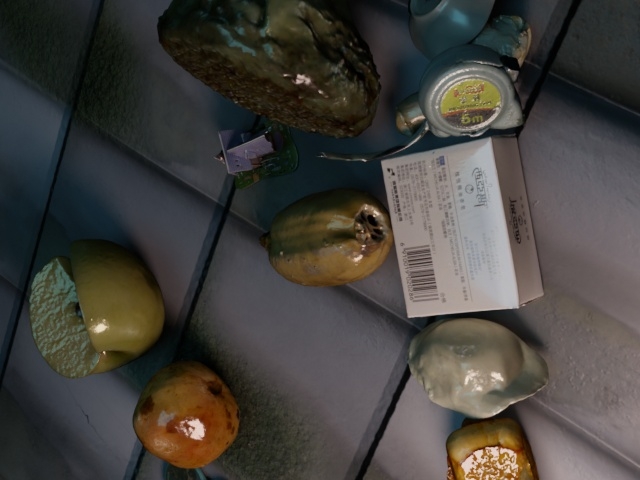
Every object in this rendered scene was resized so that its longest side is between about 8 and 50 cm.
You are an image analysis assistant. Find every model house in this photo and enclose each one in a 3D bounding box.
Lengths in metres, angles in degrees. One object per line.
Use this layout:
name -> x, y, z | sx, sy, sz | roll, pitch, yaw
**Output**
model house -> -0.139, -0.169, 1.695 | 0.167, 0.088, 0.117 | -14, 87, 34

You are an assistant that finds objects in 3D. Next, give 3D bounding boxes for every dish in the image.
dish -> 0.196, -0.385, 1.403 | 0.191, 0.066, 0.190 | -33, 44, 39

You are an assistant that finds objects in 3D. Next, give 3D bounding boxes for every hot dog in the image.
hot dog -> 0.285, 0.397, 1.436 | 0.150, 0.153, 0.256 | -16, 103, 6

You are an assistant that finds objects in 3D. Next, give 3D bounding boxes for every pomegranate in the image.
pomegranate -> -0.279, 0.359, 1.779 | 0.215, 0.215, 0.215 | 5, 98, 34

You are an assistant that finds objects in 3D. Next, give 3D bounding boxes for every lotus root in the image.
lotus root -> 0.000, 0.000, 1.578 | 0.343, 0.151, 0.169 | -11, 73, 57

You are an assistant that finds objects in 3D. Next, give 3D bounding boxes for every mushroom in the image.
mushroom -> 0.231, -0.261, 1.434 | 0.278, 0.096, 0.099 | -40, 72, 35

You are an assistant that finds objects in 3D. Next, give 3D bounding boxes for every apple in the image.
apple -> -0.461, 0.139, 1.865 | 0.295, 0.233, 0.257 | -43, 58, 41

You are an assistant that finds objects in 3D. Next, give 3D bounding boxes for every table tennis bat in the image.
table tennis bat -> -0.267, 0.531, 1.903 | 0.201, 0.033, 0.124 | -2, 96, 39

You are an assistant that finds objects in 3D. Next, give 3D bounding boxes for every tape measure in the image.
tape measure -> 0.147, -0.212, 1.363 | 0.330, 0.084, 0.164 | -9, 128, 7

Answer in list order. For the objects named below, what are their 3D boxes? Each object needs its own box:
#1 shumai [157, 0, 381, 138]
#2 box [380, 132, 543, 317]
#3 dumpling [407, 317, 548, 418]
shumai -> -0.054, -0.393, 1.504 | 0.395, 0.395, 0.348 | 15, 81, 32
box -> 0.232, -0.022, 1.445 | 0.203, 0.116, 0.274 | -10, 91, 35
dumpling -> 0.246, 0.208, 1.446 | 0.250, 0.162, 0.132 | 15, 142, 35
